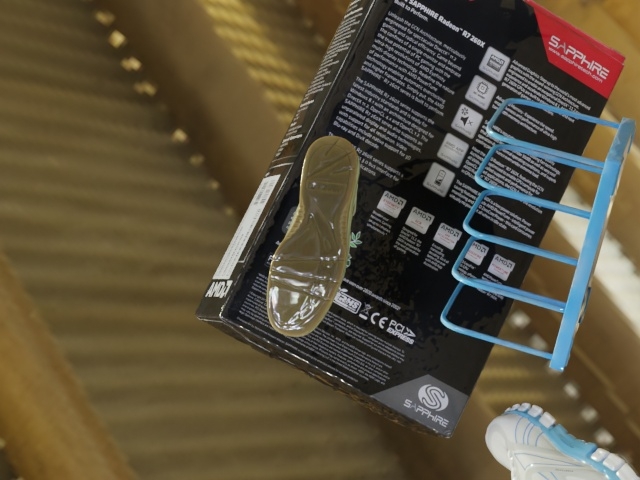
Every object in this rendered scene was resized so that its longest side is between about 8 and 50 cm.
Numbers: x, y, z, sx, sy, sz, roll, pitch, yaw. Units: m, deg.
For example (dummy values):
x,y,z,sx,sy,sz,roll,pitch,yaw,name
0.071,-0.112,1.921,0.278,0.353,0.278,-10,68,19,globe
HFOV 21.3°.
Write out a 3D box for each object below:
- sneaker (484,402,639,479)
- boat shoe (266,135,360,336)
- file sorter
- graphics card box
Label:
x,y,z,sx,sy,sz,roll,pitch,yaw,name
0.168,0.184,1.303,0.191,0.083,0.071,23,143,63,sneaker
-0.002,-0.001,1.280,0.056,0.153,0.048,9,172,11,boat shoe
0.166,-0.011,1.303,0.104,0.170,0.118,16,-157,10,file sorter
0.080,-0.045,1.448,0.233,0.371,0.094,28,169,-17,graphics card box
